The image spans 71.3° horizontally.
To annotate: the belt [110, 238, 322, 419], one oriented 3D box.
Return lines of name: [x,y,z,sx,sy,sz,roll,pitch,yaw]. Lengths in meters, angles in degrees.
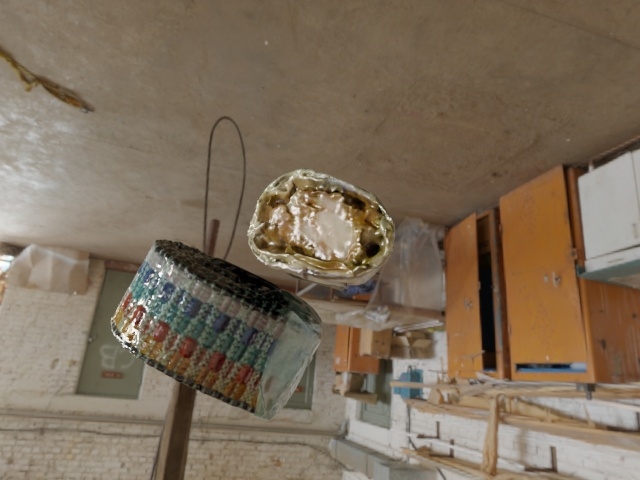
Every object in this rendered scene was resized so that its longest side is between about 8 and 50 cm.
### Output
belt: [-0.121,0.108,0.579,0.257,0.150,0.207,28,180,-16]

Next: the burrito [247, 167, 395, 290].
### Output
burrito: [0.004,0.002,0.527,0.143,0.105,0.299,19,173,5]
